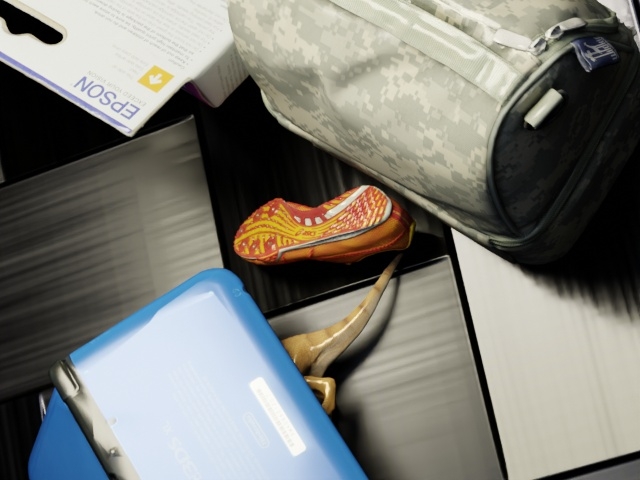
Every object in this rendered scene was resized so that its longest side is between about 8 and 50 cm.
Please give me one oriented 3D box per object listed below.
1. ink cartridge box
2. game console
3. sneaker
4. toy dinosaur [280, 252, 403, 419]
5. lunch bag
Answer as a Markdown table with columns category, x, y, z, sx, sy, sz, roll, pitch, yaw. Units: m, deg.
| category | x | y | z | sx | sy | sz | roll | pitch | yaw |
| --- | --- | --- | --- | --- | --- | --- | --- | --- | --- |
| ink cartridge box | -0.166 | -0.246 | 1.679 | 0.324 | 0.071 | 0.330 | 31 | 65 | 26 |
| game console | -0.097 | 0.217 | 1.591 | 0.250 | 0.173 | 0.293 | -32 | 67 | -4 |
| sneaker | 0.000 | 0.000 | 1.624 | 0.175 | 0.067 | 0.064 | -4 | 57 | 39 |
| toy dinosaur | -0.012 | 0.101 | 1.602 | 0.211 | 0.064 | 0.112 | -29 | 66 | 15 |
| lunch bag | 0.090 | -0.139 | 1.506 | 0.305 | 0.256 | 0.212 | 33 | 92 | 26 |
